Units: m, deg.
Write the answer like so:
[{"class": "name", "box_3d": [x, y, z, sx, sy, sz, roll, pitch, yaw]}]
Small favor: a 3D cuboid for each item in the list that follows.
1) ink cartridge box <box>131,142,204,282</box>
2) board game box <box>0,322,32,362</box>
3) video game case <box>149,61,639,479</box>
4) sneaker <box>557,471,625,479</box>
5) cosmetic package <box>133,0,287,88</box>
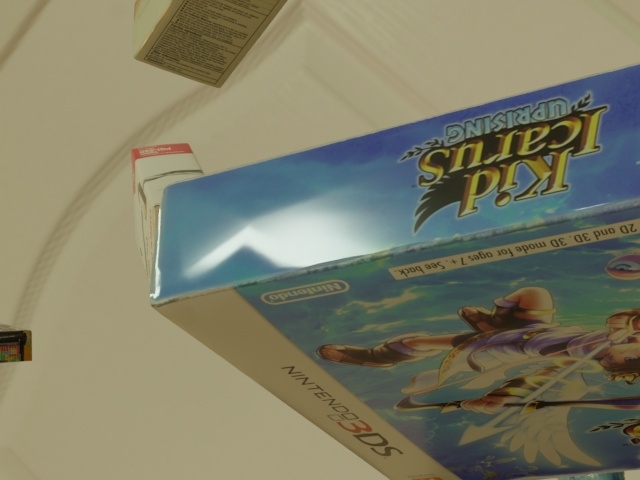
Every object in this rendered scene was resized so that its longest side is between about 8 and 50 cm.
[{"class": "ink cartridge box", "box_3d": [-0.203, -0.024, 1.558, 0.092, 0.218, 0.158, -7, -64, -17]}, {"class": "board game box", "box_3d": [-0.511, 0.149, 1.613, 0.141, 0.048, 0.170, -2, 2, -33]}, {"class": "video game case", "box_3d": [0.110, 0.032, 0.464, 0.269, 0.061, 0.244, -12, -33, 26]}, {"class": "sneaker", "box_3d": [0.214, 0.180, 1.025, 0.063, 0.162, 0.073, -40, -17, 24]}, {"class": "cosmetic package", "box_3d": [-0.139, -0.372, 1.597, 0.153, 0.129, 0.296, 18, -42, -30]}]
